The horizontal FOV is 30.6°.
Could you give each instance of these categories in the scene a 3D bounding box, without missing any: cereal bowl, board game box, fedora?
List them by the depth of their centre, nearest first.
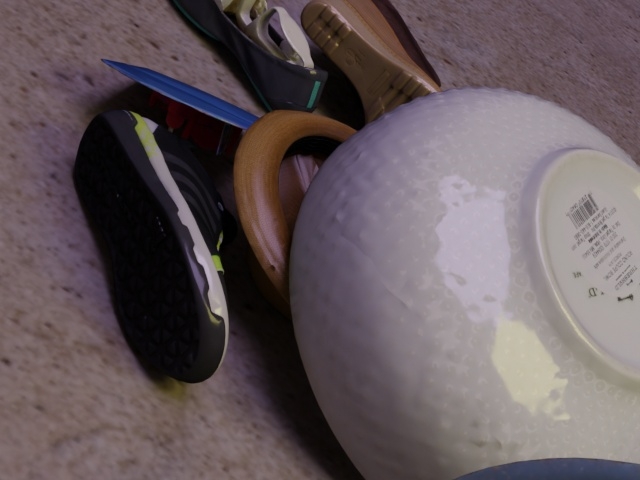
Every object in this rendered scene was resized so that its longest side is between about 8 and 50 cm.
[{"bbox_3d":[0.154,0.039,0.795,0.339,0.141,0.338,16,61,-32],"label":"cereal bowl"},{"bbox_3d":[0.000,0.000,0.852,0.194,0.079,0.194,22,50,-28],"label":"fedora"},{"bbox_3d":[-0.101,-0.097,0.911,0.133,0.033,0.169,26,8,8],"label":"board game box"}]

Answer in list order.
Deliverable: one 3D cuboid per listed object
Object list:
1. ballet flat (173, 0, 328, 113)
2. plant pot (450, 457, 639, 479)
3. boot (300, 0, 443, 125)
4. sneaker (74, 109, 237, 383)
[{"bbox_3d":[-0.062,-0.196,1.066,0.074,0.074,0.203,-11,55,-50],"label":"ballet flat"},{"bbox_3d":[0.203,0.256,0.523,0.334,0.341,0.341,6,43,-51],"label":"plant pot"},{"bbox_3d":[0.092,-0.145,1.133,0.248,0.090,0.207,54,24,5],"label":"boot"},{"bbox_3d":[-0.088,-0.007,0.783,0.097,0.084,0.234,10,41,-38],"label":"sneaker"}]
